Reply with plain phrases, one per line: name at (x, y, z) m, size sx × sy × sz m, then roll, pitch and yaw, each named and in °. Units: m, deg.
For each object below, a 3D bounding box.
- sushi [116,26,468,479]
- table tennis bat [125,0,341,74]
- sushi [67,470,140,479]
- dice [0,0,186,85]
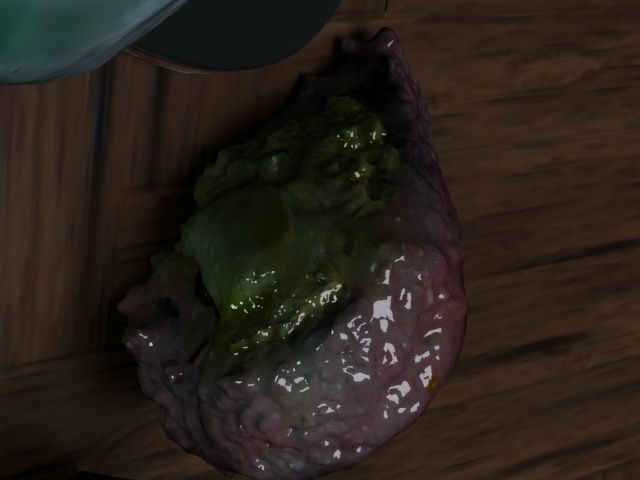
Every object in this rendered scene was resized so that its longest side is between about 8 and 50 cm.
sushi at (0.011, 0.007, 0.874) m, size 0.241 × 0.161 × 0.107 m, roll -47°, pitch 132°, yaw -19°
table tennis bat at (-0.079, -0.169, 0.810) m, size 0.301 × 0.022 × 0.173 m, roll 10°, pitch 98°, yaw -47°
sushi at (-0.095, 0.249, 0.790) m, size 0.227 × 0.215 × 0.212 m, roll -38°, pitch 109°, yaw -32°
dice at (-0.178, -0.234, 0.461) m, size 0.348 × 0.330 × 0.327 m, roll 8°, pitch 101°, yaw -48°
